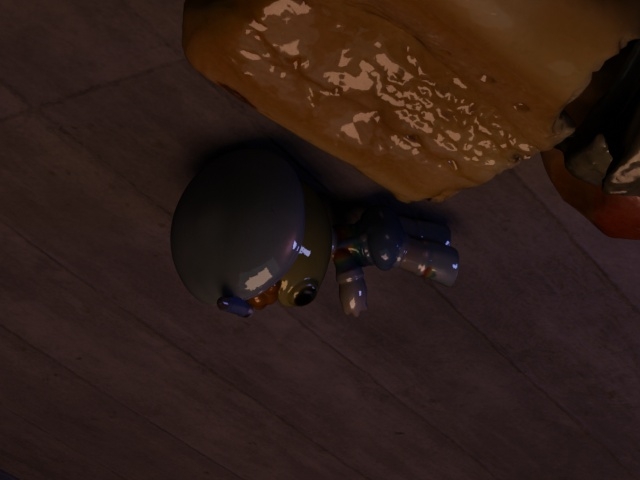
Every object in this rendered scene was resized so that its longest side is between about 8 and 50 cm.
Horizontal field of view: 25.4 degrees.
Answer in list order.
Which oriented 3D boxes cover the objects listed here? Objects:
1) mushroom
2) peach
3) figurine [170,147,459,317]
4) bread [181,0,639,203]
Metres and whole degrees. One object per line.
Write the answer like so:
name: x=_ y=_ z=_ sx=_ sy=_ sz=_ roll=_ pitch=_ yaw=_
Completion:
mushroom: x=0.364 y=-0.128 z=1.319 sx=0.212 sy=0.217 sz=0.292 roll=38 pitch=112 yaw=-13
peach: x=0.341 y=-0.123 z=1.570 sx=0.235 sy=0.214 sz=0.214 roll=40 pitch=156 yaw=20
figurine: x=-0.004 y=-0.020 z=1.885 sx=0.382 sy=0.224 sz=0.205 roll=-4 pitch=133 yaw=-27
bread: x=0.070 y=-0.256 z=1.364 sx=0.394 sy=0.250 sz=0.361 roll=30 pitch=142 yaw=-25
